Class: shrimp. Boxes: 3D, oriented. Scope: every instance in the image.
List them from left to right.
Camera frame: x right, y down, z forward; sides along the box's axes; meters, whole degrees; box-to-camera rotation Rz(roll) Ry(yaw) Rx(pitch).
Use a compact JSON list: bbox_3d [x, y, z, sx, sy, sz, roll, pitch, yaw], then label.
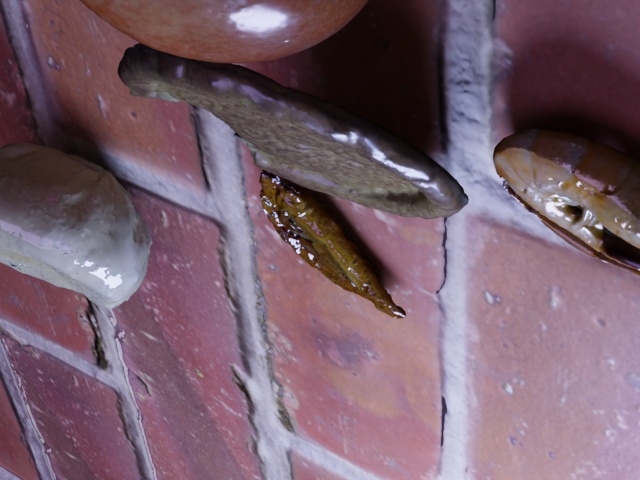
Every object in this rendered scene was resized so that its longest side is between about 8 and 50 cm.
[{"bbox_3d":[0.226,-0.004,0.907,0.236,0.053,0.133,31,150,11],"label":"shrimp"}]

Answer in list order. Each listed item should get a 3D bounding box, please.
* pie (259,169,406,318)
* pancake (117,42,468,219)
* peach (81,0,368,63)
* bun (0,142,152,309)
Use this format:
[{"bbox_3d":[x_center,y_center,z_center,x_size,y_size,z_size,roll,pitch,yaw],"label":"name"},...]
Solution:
[{"bbox_3d":[0.000,0.001,1.156,0.191,0.033,0.088,47,154,-17],"label":"pie"},{"bbox_3d":[-0.021,-0.077,0.955,0.286,0.033,0.288,20,174,-1],"label":"pancake"},{"bbox_3d":[-0.067,-0.239,0.783,0.252,0.252,0.252,26,143,22],"label":"peach"},{"bbox_3d":[-0.274,-0.024,1.312,0.231,0.133,0.231,23,165,6],"label":"bun"}]
